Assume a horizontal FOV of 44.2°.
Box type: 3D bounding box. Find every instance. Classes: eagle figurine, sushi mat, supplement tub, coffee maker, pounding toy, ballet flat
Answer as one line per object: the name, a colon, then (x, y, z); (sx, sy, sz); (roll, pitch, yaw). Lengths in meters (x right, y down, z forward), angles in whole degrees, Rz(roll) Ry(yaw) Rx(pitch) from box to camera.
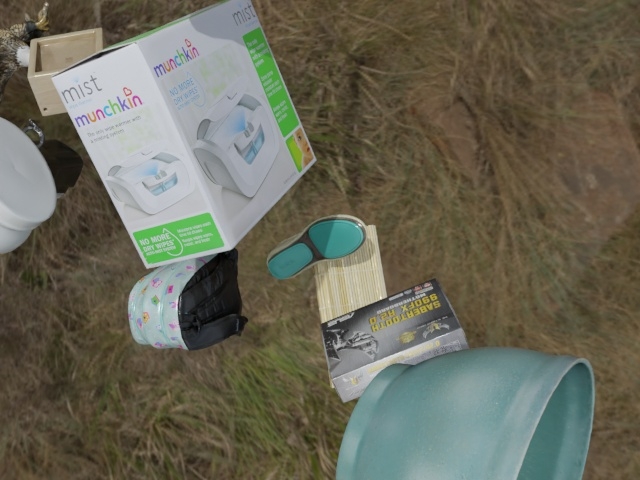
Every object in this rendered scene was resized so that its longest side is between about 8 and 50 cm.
eagle figurine: (-0.632, -0.349, 1.545); (0.226, 0.225, 0.298); (50, 48, -16)
sushi mat: (0.067, 0.129, 1.569); (0.151, 0.019, 0.317); (-7, 85, -24)
supplement tub: (-0.398, -0.033, 0.831); (0.199, 0.144, 0.144); (-25, 110, 16)
coffee maker: (-0.560, -0.152, 1.583); (0.171, 0.178, 0.120); (-35, 90, 15)
pounding toy: (-0.370, -0.260, 1.223); (0.130, 0.141, 0.100); (-11, 135, -6)
ballet flat: (0.000, 0.000, 1.450); (0.086, 0.248, 0.086); (25, 55, -41)

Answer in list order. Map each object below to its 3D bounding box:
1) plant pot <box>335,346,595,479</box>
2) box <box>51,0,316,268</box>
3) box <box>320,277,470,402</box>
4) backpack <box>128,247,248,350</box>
plant pot: (0.140, 0.235, 0.814); (0.293, 0.196, 0.293); (-30, 127, -50)
box: (-0.142, -0.134, 0.908); (0.126, 0.262, 0.231); (-12, 110, 27)
box: (0.122, 0.167, 1.356); (0.230, 0.183, 0.056); (-22, 114, 5)
backpack: (-0.188, 0.090, 1.130); (0.115, 0.182, 0.152); (-5, 106, 22)
